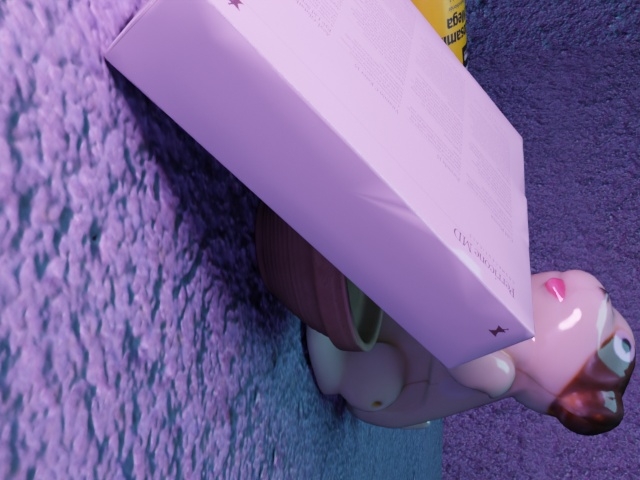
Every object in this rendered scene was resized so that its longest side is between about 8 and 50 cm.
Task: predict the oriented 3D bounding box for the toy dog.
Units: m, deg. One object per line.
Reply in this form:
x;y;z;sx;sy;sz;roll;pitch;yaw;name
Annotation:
0.218;0.150;0.939;0.285;0.407;0.396;-62;146;-60;toy dog

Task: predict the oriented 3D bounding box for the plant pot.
0.000;0.000;0.721;0.237;0.109;0.238;-3;90;-74;plant pot

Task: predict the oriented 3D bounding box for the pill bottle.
0.185;-0.395;1.291;0.188;0.187;0.334;-72;155;-51;pill bottle

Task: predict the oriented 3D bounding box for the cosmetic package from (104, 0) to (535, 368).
0.040;-0.114;0.581;0.377;0.097;0.284;43;36;-23;cosmetic package
